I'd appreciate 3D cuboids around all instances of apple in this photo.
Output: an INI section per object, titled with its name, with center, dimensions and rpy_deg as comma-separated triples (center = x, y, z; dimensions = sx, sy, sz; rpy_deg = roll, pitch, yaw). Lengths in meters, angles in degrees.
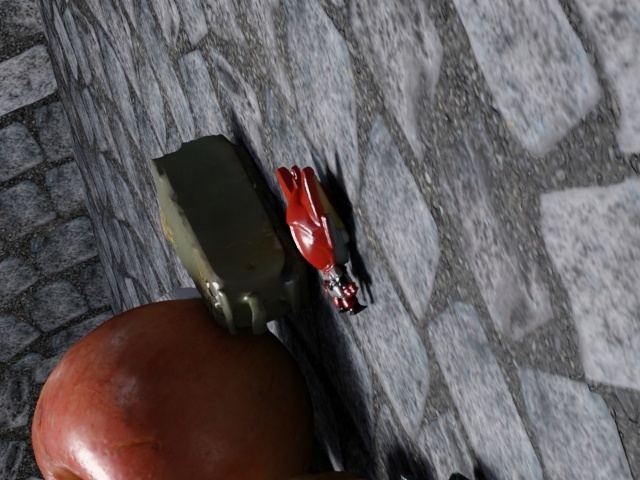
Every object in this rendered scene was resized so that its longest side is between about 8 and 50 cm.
[apple]
center = -0.177, 0.246, 1.863
dimensions = 0.364, 0.364, 0.364
rpy_deg = 161, 90, -77

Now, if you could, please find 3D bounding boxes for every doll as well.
[doll]
center = 0.000, 0.000, 1.535
dimensions = 0.109, 0.057, 0.169
rpy_deg = -170, 62, -73

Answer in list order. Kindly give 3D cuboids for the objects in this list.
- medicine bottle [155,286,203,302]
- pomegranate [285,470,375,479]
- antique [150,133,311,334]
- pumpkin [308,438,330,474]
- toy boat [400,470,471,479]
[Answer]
[medicine bottle]
center = -0.178, 0.182, 2.266
dimensions = 0.273, 0.165, 0.165
rpy_deg = -143, 36, -65
[pomegranate]
center = 0.024, 0.369, 1.617
dimensions = 0.252, 0.229, 0.270
rpy_deg = -116, 24, -57
[antique]
center = -0.110, 0.004, 1.831
dimensions = 0.284, 0.125, 0.150
rpy_deg = -123, 19, -45
[pumpkin]
center = -0.080, 0.366, 2.048
dimensions = 0.169, 0.148, 0.312
rpy_deg = -34, 95, 35
[toy boat]
center = 0.139, 0.320, 1.400
dimensions = 0.093, 0.103, 0.246
rpy_deg = 30, 153, 50
